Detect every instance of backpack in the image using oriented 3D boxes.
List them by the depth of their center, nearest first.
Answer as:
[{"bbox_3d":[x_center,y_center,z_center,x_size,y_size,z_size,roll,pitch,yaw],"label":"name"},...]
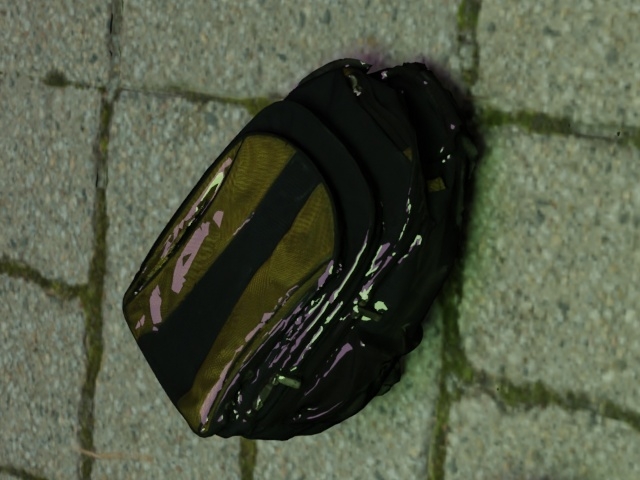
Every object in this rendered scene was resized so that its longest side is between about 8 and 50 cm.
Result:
[{"bbox_3d":[0.000,0.000,1.072,0.206,0.133,0.258,50,116,35],"label":"backpack"}]
